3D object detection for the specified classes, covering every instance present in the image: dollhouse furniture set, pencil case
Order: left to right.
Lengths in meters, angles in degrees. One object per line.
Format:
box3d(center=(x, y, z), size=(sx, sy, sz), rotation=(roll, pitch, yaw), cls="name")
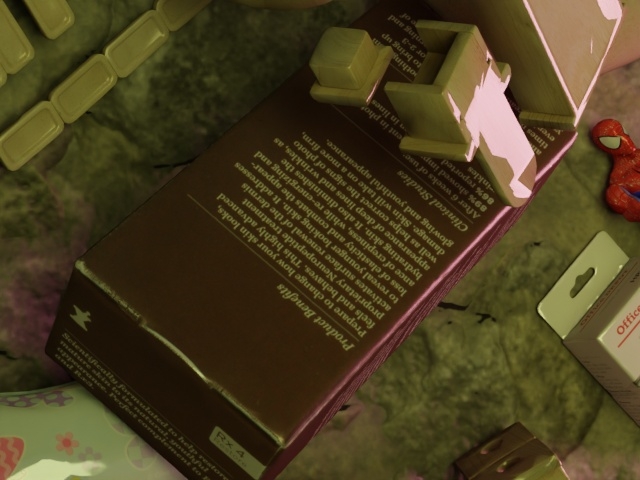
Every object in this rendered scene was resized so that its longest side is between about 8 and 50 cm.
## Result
box3d(center=(-0.177, 0.151, 1.413), size=(0.273, 0.113, 0.124), rotation=(-10, 68, -24), cls="pencil case")
box3d(center=(0.022, -0.181, 1.436), size=(0.303, 0.355, 0.174), rotation=(-64, 143, -25), cls="dollhouse furniture set")
box3d(center=(0.127, 0.256, 1.544), size=(0.183, 0.129, 0.129), rotation=(-32, 99, -2), cls="dollhouse furniture set")

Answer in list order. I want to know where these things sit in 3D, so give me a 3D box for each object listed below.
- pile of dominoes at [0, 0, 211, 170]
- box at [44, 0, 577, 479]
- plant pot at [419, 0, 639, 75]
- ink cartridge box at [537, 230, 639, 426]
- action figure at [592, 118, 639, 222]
box3d(center=(-0.215, -0.194, 1.459), size=(0.251, 0.040, 0.196), rotation=(-44, 121, -24), cls="pile of dominoes")
box3d(center=(0.000, 0.000, 1.416), size=(0.191, 0.143, 0.381), rotation=(41, 54, 8), cls="box")
box3d(center=(0.208, -0.238, 1.566), size=(0.274, 0.256, 0.256), rotation=(-38, 101, -4), cls="plant pot")
box3d(center=(0.283, 0.085, 1.648), size=(0.180, 0.060, 0.104), rotation=(46, 71, -14), cls="ink cartridge box")
box3d(center=(0.343, -0.012, 1.624), size=(0.280, 0.139, 0.091), rotation=(44, 68, 6), cls="action figure")
